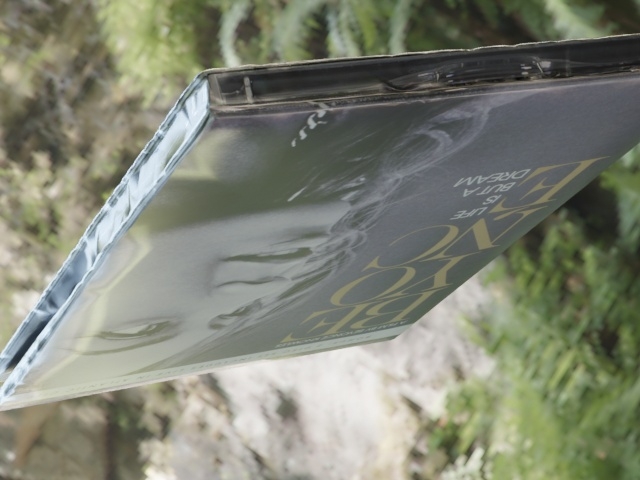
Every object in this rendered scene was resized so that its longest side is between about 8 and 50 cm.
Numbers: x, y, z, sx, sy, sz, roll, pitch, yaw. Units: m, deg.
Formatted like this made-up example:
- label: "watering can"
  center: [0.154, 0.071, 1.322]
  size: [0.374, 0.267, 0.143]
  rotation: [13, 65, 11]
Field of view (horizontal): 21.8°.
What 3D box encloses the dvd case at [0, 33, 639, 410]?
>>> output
- label: "dvd case"
  center: [0.000, 0.000, 0.518]
  size: [0.164, 0.018, 0.221]
  rotation: [-8, -19, -29]
